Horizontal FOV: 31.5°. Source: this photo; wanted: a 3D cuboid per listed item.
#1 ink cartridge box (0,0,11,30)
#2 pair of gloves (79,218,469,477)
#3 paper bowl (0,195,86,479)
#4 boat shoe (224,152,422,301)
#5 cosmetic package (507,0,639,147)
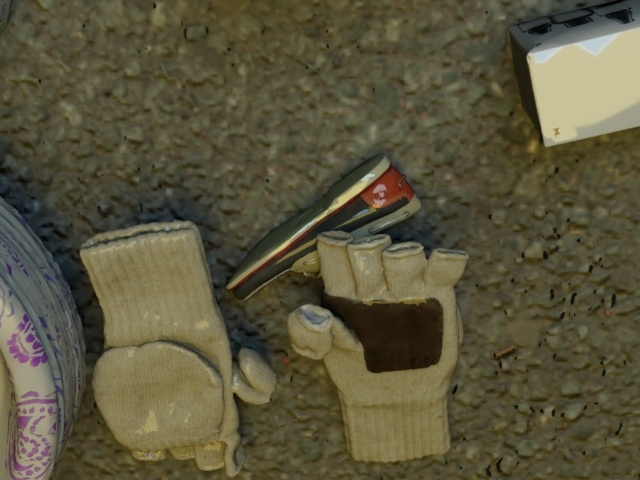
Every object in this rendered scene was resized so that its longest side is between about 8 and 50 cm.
[{"bbox_3d":[-0.242,-0.249,0.634,0.171,0.056,0.235,16,109,-4],"label":"ink cartridge box"},{"bbox_3d":[-0.027,0.078,0.722,0.240,0.042,0.204,-1,127,-2],"label":"pair of gloves"},{"bbox_3d":[-0.289,0.073,0.708,0.284,0.148,0.284,1,110,3],"label":"paper bowl"},{"bbox_3d":[0.000,0.000,0.724,0.137,0.049,0.043,-36,107,10],"label":"boat shoe"},{"bbox_3d":[0.233,-0.118,0.642,0.239,0.099,0.060,-13,110,6],"label":"cosmetic package"}]
